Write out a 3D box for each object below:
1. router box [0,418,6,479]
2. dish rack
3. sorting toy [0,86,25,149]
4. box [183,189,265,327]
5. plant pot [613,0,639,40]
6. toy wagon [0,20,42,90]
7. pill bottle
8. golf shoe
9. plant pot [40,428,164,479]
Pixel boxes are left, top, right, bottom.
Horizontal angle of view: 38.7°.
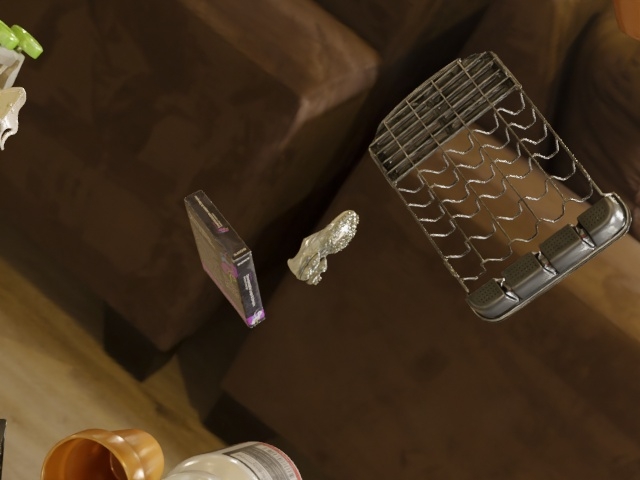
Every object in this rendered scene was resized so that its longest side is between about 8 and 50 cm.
[{"bbox_3d":[-0.713,0.424,1.577,0.308,0.081,0.243,16,65,-41],"label":"router box"},{"bbox_3d":[0.191,-0.068,1.038,0.272,0.208,0.074,57,15,18],"label":"dish rack"},{"bbox_3d":[-0.476,-0.179,1.370,0.044,0.075,0.083,9,43,6],"label":"sorting toy"},{"bbox_3d":[-0.118,0.025,1.134,0.029,0.162,0.116,-33,61,-16],"label":"box"},{"bbox_3d":[0.530,-0.399,1.285,0.290,0.204,0.291,-3,31,2],"label":"plant pot"},{"bbox_3d":[-0.530,-0.205,1.278,0.068,0.267,0.344,43,3,-5],"label":"toy wagon"},{"bbox_3d":[-0.171,0.477,1.617,0.210,0.210,0.363,42,5,16],"label":"pill bottle"},{"bbox_3d":[0.000,0.000,1.831,0.086,0.176,0.069,34,-11,42],"label":"golf shoe"},{"bbox_3d":[-0.410,0.458,1.795,0.205,0.205,0.188,40,16,12],"label":"plant pot"}]
